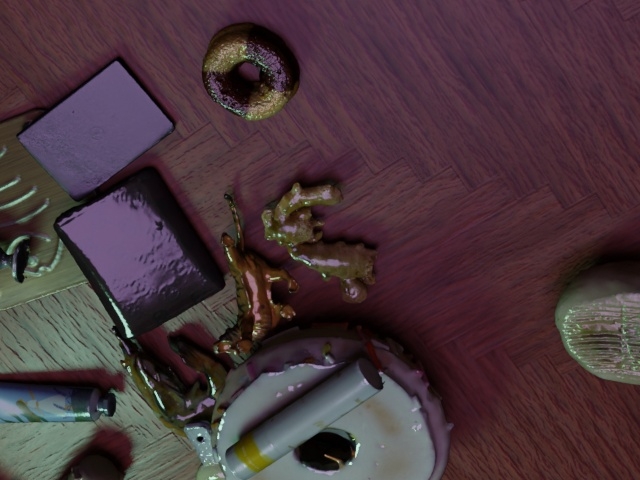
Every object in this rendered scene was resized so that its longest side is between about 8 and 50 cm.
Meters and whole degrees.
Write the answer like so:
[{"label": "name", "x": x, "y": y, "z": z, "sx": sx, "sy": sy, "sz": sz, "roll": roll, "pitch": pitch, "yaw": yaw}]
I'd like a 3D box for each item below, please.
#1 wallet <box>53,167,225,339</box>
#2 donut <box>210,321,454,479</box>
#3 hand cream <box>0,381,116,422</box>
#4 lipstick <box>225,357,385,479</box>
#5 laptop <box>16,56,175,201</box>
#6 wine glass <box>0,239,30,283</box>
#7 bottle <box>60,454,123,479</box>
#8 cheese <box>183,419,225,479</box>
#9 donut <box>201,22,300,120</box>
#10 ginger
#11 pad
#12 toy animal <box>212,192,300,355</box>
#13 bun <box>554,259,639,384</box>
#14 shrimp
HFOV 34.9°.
[{"label": "wallet", "x": -0.273, "y": 0.021, "z": 1.537, "sx": 0.182, "sy": 0.049, "sz": 0.229, "roll": -29, "pitch": 112, "yaw": 1}, {"label": "donut", "x": 0.014, "y": 0.292, "z": 1.606, "sx": 0.383, "sy": 0.142, "sz": 0.382, "roll": 2, "pitch": 116, "yaw": 3}, {"label": "hand cream", "x": -0.465, "y": 0.271, "z": 1.696, "sx": 0.256, "sy": 0.055, "sz": 0.088, "roll": 0, "pitch": 112, "yaw": 12}, {"label": "lipstick", "x": -0.026, "y": 0.261, "z": 1.485, "sx": 0.264, "sy": 0.059, "sz": 0.059, "roll": -37, "pitch": 108, "yaw": 19}, {"label": "laptop", "x": -0.323, "y": -0.157, "z": 1.472, "sx": 0.197, "sy": 0.016, "sz": 0.135, "roll": -33, "pitch": 112, "yaw": 13}, {"label": "wine glass", "x": -0.524, "y": 0.023, "z": 1.546, "sx": 0.155, "sy": 0.072, "sz": 0.072, "roll": 6, "pitch": 117, "yaw": 3}, {"label": "bottle", "x": -0.416, "y": 0.459, "z": 1.756, "sx": 0.110, "sy": 0.097, "sz": 0.209, "roll": 17, "pitch": 122, "yaw": -40}, {"label": "cheese", "x": -0.166, "y": 0.380, "z": 1.699, "sx": 0.127, "sy": 0.049, "sz": 0.235, "roll": -5, "pitch": 131, "yaw": 16}, {"label": "donut", "x": -0.098, "y": -0.226, "z": 1.407, "sx": 0.140, "sy": 0.059, "sz": 0.140, "roll": 1, "pitch": 115, "yaw": 1}, {"label": "ginger", "x": 0.000, "y": 0.000, "z": 1.515, "sx": 0.176, "sy": 0.052, "sz": 0.193, "roll": 6, "pitch": 114, "yaw": 4}, {"label": "pad", "x": -0.467, "y": -0.037, "z": 1.556, "sx": 0.287, "sy": 0.018, "sz": 0.284, "roll": -18, "pitch": 114, "yaw": 15}, {"label": "toy animal", "x": -0.108, "y": 0.050, "z": 1.535, "sx": 0.114, "sy": 0.116, "sz": 0.255, "roll": -11, "pitch": 101, "yaw": -25}, {"label": "bun", "x": 0.444, "y": 0.113, "z": 1.493, "sx": 0.193, "sy": 0.128, "sz": 0.178, "roll": 2, "pitch": 117, "yaw": 16}, {"label": "shrimp", "x": -0.228, "y": 0.223, "z": 1.641, "sx": 0.145, "sy": 0.059, "sz": 0.254, "roll": -23, "pitch": 113, "yaw": 12}]
